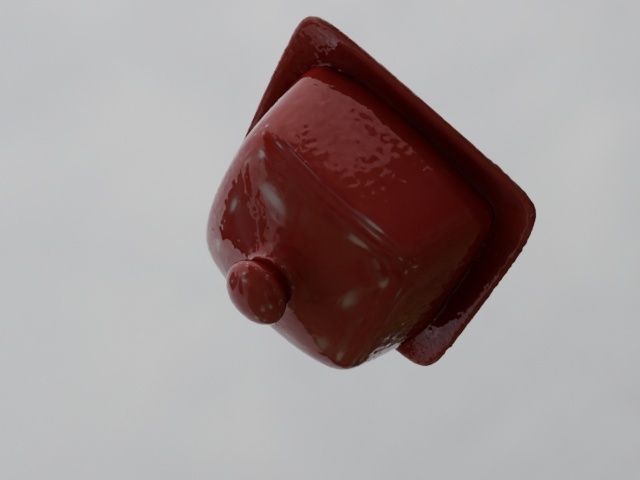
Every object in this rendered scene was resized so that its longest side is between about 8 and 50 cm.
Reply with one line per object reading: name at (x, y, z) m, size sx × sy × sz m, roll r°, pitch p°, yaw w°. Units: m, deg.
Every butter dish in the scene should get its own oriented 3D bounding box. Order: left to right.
butter dish at (0.000, 0.000, 0.738) m, size 0.118 × 0.160 × 0.160 m, roll -39°, pitch -14°, yaw -37°
